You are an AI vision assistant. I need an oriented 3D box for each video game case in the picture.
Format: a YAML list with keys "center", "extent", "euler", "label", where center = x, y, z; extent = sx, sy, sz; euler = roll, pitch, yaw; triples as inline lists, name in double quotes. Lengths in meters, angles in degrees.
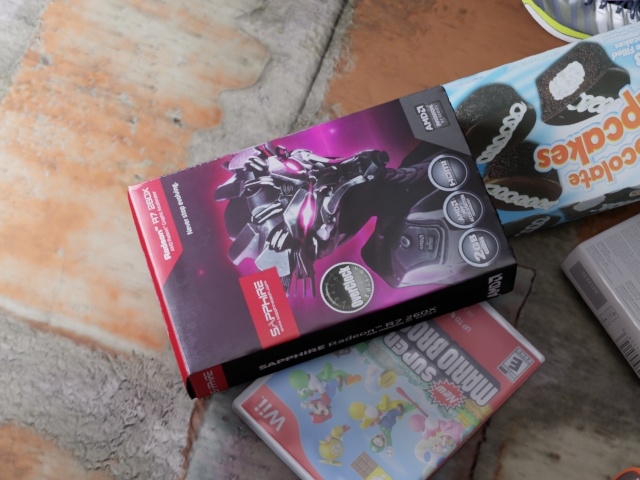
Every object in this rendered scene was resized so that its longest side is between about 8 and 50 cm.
- center: [0.075, 0.153, 1.697]
  extent: [0.204, 0.025, 0.285]
  euler: [44, 71, 11]
  label: "video game case"

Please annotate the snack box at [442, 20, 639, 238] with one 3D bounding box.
- center: [0.309, -0.130, 1.743]
  extent: [0.321, 0.060, 0.187]
  euler: [-17, 69, 16]
  label: "snack box"

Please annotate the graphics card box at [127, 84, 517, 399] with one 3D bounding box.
- center: [0.000, 0.000, 1.685]
  extent: [0.370, 0.094, 0.233]
  euler: [-17, 67, -5]
  label: "graphics card box"

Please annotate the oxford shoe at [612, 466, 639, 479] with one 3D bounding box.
- center: [0.346, 0.370, 1.620]
  extent: [0.098, 0.097, 0.271]
  euler: [17, 59, -32]
  label: "oxford shoe"

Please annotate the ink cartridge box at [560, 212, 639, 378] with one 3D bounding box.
- center: [0.405, 0.050, 1.770]
  extent: [0.224, 0.056, 0.181]
  euler: [-23, 72, -34]
  label: "ink cartridge box"

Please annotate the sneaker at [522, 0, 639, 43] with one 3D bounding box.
- center: [0.365, -0.273, 1.842]
  extent: [0.300, 0.121, 0.111]
  euler: [31, 68, 7]
  label: "sneaker"
